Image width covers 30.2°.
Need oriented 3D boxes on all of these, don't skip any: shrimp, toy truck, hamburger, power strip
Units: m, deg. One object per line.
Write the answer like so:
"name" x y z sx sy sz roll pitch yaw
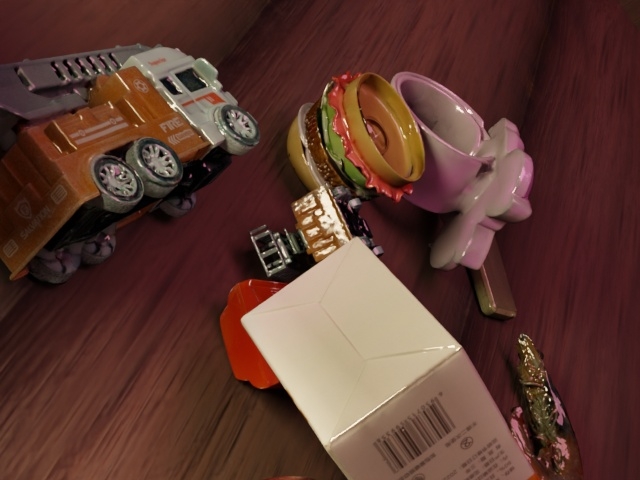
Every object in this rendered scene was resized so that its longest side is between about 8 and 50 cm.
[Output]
"shrimp" 0.300 0.248 1.630 0.143 0.052 0.251 6 60 -51
"toy truck" 0.001 0.001 1.351 0.080 0.115 0.178 65 8 10
"toy truck" -0.196 -0.103 1.129 0.184 0.133 0.338 51 33 2
"hamburger" 0.035 -0.116 1.466 0.175 0.137 0.175 37 41 -41
"power strip" 0.242 0.036 1.748 0.076 0.028 0.169 17 53 -49

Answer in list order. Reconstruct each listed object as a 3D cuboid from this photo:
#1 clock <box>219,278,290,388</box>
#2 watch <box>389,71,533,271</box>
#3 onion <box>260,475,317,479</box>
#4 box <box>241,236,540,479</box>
"clock" -0.035 0.105 1.255 0.155 0.061 0.113 10 58 -57
"watch" 0.153 -0.104 1.618 0.217 0.211 0.248 29 31 -14
"onion" 0.007 0.331 0.994 0.272 0.195 0.272 41 40 -48
"box" 0.093 0.195 1.128 0.341 0.143 0.225 58 -5 -34
